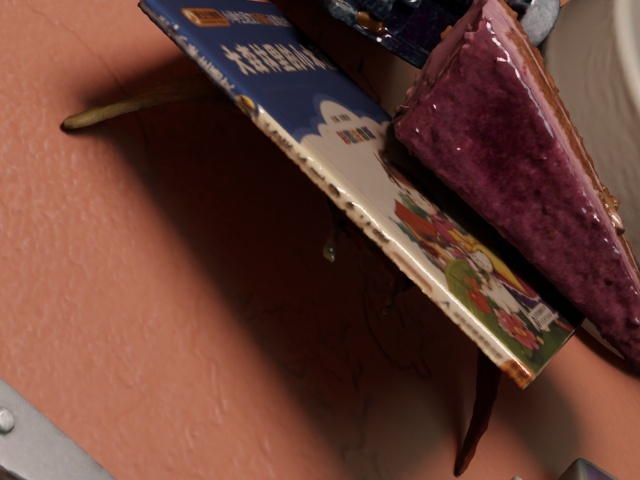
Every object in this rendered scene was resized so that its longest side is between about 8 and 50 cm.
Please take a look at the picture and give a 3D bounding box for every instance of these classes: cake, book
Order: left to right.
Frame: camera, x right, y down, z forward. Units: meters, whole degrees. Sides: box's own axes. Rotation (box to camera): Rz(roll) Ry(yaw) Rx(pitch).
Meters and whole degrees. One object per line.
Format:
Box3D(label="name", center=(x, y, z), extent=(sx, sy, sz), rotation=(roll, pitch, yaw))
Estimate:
Box3D(label="book", center=(0.039, -0.044, 0.998), extent=(0.322, 0.018, 0.228), rotation=(45, 16, 7))
Box3D(label="cake", center=(0.148, -0.018, 1.042), extent=(0.295, 0.113, 0.116), rotation=(54, 17, -8))

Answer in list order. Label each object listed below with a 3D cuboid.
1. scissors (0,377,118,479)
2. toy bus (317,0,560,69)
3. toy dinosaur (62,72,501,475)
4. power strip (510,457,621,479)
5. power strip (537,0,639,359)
Box3D(label="scissors", center=(-0.201, 0.071, 0.813), extent=(0.447, 0.029, 0.192), rotation=(42, 43, -16))
Box3D(label="toy bus", center=(0.116, -0.285, 1.114), extent=(0.162, 0.323, 0.194), rotation=(27, 9, -29))
Box3D(label="toy dinosaur", center=(-0.004, 0.000, 1.016), extent=(0.327, 0.113, 0.206), rotation=(31, 20, -41))
Box3D(label="power strip", center=(0.173, 0.215, 1.022), extent=(0.145, 0.061, 0.216), rotation=(33, 20, -9))
Box3D(label="power strip", center=(0.306, -0.067, 1.293), extent=(0.357, 0.161, 0.357), rotation=(25, 48, -31))
